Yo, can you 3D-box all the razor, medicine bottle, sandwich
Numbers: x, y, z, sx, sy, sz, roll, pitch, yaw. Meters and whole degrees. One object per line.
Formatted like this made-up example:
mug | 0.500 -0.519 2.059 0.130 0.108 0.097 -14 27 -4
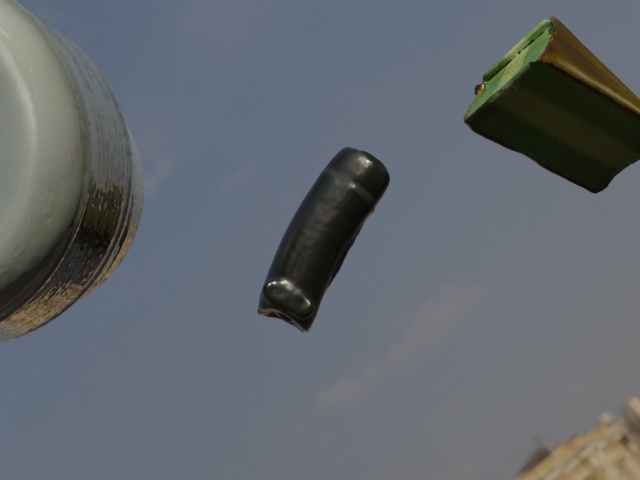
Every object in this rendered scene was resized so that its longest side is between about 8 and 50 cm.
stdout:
razor | 0.000 0.000 1.194 0.148 0.054 0.090 -60 -5 -8
medicine bottle | -0.251 -0.046 1.059 0.245 0.245 0.306 -42 -6 2
sandwich | 0.158 -0.070 0.961 0.074 0.116 0.074 -42 12 28
